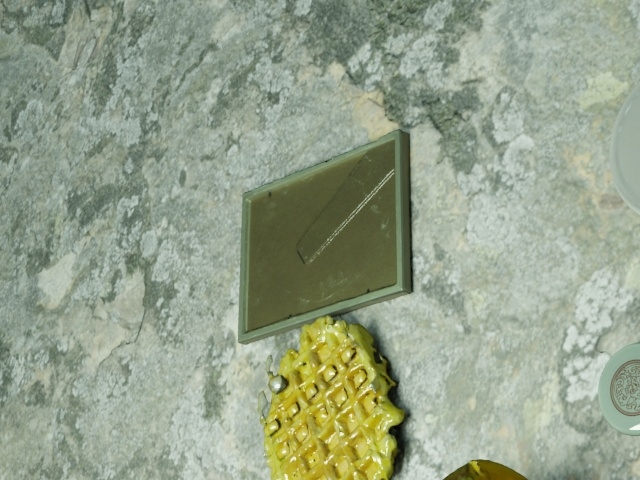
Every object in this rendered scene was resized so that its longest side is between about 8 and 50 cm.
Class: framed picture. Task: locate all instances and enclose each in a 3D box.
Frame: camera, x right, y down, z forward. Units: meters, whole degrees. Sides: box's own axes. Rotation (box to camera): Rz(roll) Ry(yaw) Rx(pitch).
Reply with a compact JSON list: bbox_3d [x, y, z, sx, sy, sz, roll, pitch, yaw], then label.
[{"bbox_3d":[0.000,0.000,2.265,0.335,0.022,0.247,-20,60,41],"label":"framed picture"}]

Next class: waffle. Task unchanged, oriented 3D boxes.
[{"bbox_3d":[0.016,0.245,2.125,0.262,0.060,0.280,8,82,45],"label":"waffle"}]

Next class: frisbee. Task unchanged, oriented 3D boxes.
[{"bbox_3d":[0.367,0.172,1.811,0.110,0.014,0.110,-20,61,40],"label":"frisbee"}]

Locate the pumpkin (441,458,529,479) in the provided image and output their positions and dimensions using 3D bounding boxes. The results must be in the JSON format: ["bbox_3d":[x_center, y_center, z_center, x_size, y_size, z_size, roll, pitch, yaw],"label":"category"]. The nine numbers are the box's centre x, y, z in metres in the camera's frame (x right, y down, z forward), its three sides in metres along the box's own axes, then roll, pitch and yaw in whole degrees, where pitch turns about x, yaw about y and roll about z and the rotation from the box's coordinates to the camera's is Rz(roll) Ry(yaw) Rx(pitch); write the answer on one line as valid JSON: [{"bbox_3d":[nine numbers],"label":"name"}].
[{"bbox_3d":[0.220,0.383,1.728,0.139,0.222,0.317,-52,45,17],"label":"pumpkin"}]

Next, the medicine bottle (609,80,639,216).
[{"bbox_3d":[0.456,-0.053,1.563,0.208,0.339,0.208,-21,59,40],"label":"medicine bottle"}]
